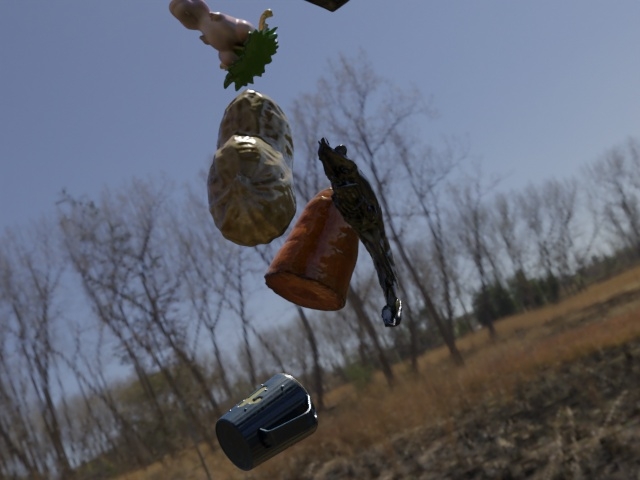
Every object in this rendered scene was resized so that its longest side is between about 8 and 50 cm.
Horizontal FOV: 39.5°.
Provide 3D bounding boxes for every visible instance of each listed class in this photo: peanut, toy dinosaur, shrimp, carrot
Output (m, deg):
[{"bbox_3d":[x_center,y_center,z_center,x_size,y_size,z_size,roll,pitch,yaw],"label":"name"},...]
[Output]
[{"bbox_3d":[-0.111,-0.121,1.439,0.140,0.325,0.153,-22,-44,20],"label":"peanut"},{"bbox_3d":[-0.185,-0.378,1.686,0.194,0.177,0.152,-8,-43,-49],"label":"toy dinosaur"},{"bbox_3d":[0.059,0.000,1.072,0.051,0.198,0.262,-21,-36,7],"label":"shrimp"},{"bbox_3d":[0.000,0.000,1.644,0.159,0.225,0.159,16,-17,5],"label":"carrot"}]

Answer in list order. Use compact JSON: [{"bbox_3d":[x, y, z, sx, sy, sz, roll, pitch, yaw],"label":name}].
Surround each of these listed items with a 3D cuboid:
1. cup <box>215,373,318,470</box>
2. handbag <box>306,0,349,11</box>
[{"bbox_3d":[-0.091,0.338,1.634,0.155,0.131,0.176,-29,9,-34],"label":"cup"},{"bbox_3d":[-0.093,-0.485,1.366,0.152,0.342,0.288,-54,-12,15],"label":"handbag"}]
